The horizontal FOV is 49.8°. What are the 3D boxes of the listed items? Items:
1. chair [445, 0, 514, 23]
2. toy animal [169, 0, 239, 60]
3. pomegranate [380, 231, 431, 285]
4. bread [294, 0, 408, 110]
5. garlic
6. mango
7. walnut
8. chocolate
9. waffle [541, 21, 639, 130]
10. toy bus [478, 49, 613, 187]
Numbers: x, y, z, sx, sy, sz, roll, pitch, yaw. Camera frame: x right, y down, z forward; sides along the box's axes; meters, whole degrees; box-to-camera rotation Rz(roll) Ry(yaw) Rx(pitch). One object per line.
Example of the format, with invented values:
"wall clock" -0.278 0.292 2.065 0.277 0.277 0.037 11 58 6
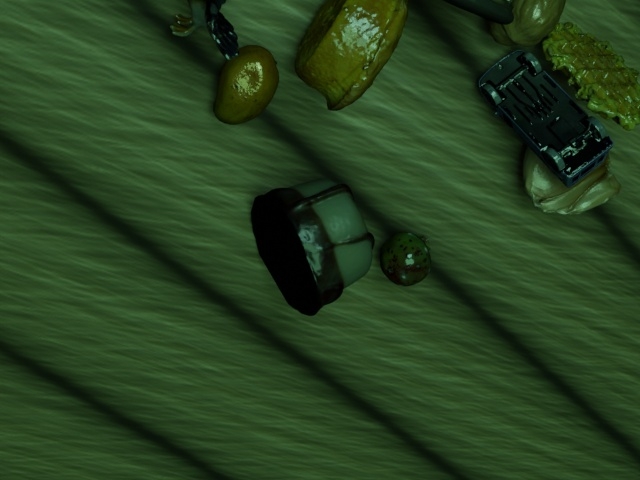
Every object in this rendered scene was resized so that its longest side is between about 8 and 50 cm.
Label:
"chair" 0.278 -0.621 1.183 0.362 0.364 0.410 18 112 -20
"toy animal" -0.219 -0.430 1.249 0.197 0.272 0.160 21 142 -25
"pomegranate" 0.198 0.041 1.557 0.130 0.130 0.130 -5 113 -11
"bread" 0.059 -0.375 1.283 0.146 0.268 0.268 28 104 -17
"garlic" 0.547 -0.160 1.565 0.228 0.110 0.217 -23 104 -13
"mango" -0.142 -0.300 1.352 0.115 0.089 0.165 10 112 -15
"walnut" 0.409 -0.467 1.375 0.149 0.166 0.166 34 101 -30
"chocolate" 0.000 0.000 1.433 0.186 0.283 0.283 -22 117 -24
"waffle" 0.563 -0.344 1.421 0.291 0.291 0.051 16 140 -19
"toy bus" 0.466 -0.256 1.450 0.125 0.292 0.133 -38 159 4
